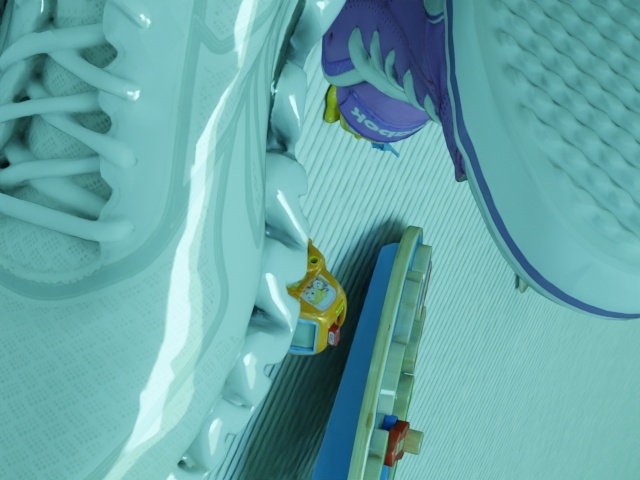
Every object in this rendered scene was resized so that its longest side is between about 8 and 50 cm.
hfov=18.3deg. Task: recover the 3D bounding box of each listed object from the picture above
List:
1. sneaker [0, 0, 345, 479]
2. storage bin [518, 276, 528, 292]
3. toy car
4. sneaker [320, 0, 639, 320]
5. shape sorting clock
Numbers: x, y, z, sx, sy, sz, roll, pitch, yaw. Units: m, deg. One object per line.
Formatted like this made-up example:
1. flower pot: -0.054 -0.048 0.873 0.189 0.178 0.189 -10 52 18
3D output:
1. sneaker: -0.047 -0.053 0.515 0.292 0.110 0.118 -69 156 -9
2. storage bin: 0.262 -0.005 1.203 0.123 0.262 0.260 -59 163 -20
3. toy car: 0.000 0.000 0.817 0.060 0.040 0.122 -40 153 -52
4. sneaker: 0.061 -0.056 0.643 0.282 0.102 0.161 -91 -158 -44
5. shape sorting clock: 0.030 0.095 0.978 0.206 0.040 0.206 15 90 -83
